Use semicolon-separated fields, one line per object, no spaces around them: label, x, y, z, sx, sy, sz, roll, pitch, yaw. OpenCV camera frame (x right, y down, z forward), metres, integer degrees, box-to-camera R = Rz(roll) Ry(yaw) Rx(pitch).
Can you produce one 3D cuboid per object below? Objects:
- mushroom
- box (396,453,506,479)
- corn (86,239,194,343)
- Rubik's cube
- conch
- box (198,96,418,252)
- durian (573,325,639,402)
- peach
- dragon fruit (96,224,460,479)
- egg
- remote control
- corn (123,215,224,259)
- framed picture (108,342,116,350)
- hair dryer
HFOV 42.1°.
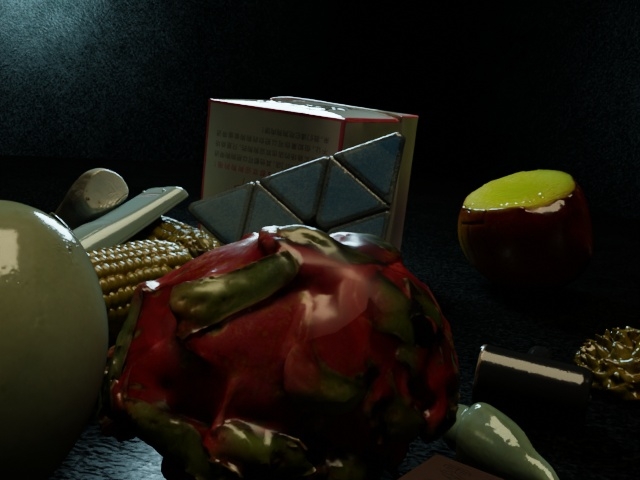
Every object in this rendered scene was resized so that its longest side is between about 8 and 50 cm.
mushroom;-0.415;-0.050;1.432;0.081;0.092;0.223;15;-32;-39
box;0.103;0.226;0.486;0.215;0.086;0.215;13;12;33
corn;-0.257;0.067;0.958;0.119;0.119;0.322;15;19;39
Rubik's cube;-0.002;-0.001;1.165;0.233;0.228;0.229;6;36;45
conch;0.160;0.198;0.775;0.065;0.088;0.180;-44;39;-14
box;-0.025;-0.109;1.600;0.314;0.312;0.300;13;13;29
durian;0.442;0.157;1.073;0.224;0.078;0.140;2;11;-15
peach;0.398;-0.018;1.556;0.245;0.248;0.274;46;2;-5
dragon fruit;-0.035;0.106;0.692;0.303;0.237;0.231;-6;-9;-9
egg;-0.256;0.089;0.617;0.187;0.253;0.186;12;-22;5
remote control;-0.341;-0.013;1.306;0.103;0.051;0.293;0;29;43
corn;-0.253;0.015;1.370;0.115;0.115;0.318;-1;11;-33
framed picture;-0.379;0.122;0.949;0.209;0.019;0.281;16;14;43
hair dryer;0.277;0.160;1.026;0.128;0.070;0.255;11;7;22
